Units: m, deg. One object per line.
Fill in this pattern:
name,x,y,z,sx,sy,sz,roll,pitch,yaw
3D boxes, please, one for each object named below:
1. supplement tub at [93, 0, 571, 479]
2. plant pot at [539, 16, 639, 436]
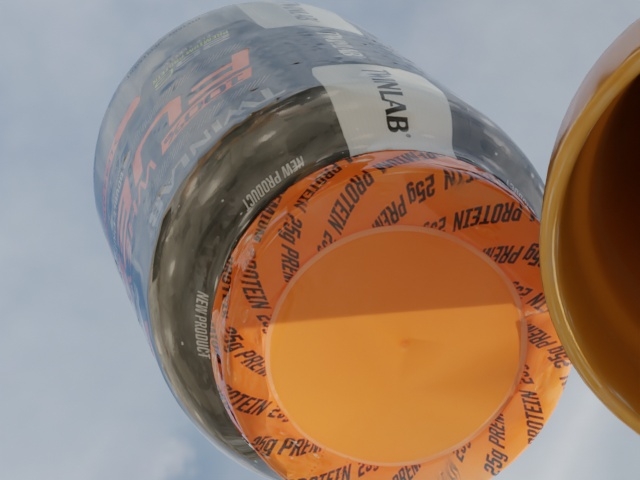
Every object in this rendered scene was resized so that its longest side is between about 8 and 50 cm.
supplement tub,0.000,0.000,1.019,0.338,0.207,0.207,-131,-119,-70
plant pot,0.196,-0.031,0.823,0.205,0.188,0.205,3,-67,7
